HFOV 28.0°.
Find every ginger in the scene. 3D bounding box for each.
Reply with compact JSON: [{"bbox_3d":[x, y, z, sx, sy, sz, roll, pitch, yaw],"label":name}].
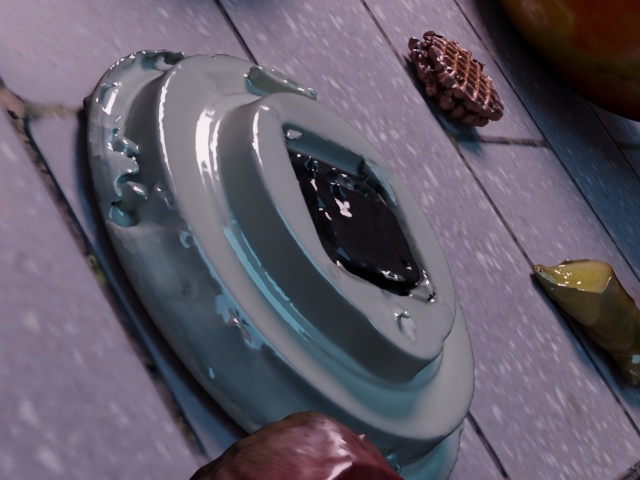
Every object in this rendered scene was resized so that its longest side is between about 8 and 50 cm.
[{"bbox_3d":[0.197,0.053,0.857,0.137,0.044,0.057,44,8,-23],"label":"ginger"}]

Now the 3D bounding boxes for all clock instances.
[{"bbox_3d":[0.000,0.000,0.566,0.236,0.053,0.236,41,26,-25],"label":"clock"}]

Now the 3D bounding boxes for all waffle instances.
[{"bbox_3d":[0.096,-0.115,0.912,0.083,0.029,0.075,16,40,-48],"label":"waffle"}]

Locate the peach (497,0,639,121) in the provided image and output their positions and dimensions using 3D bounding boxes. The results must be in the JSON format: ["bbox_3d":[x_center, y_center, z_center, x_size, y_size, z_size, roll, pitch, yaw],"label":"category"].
[{"bbox_3d":[0.330,-0.299,1.186,0.388,0.388,0.388,40,27,-26],"label":"peach"}]

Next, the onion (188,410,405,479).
[{"bbox_3d":[0.092,0.166,0.266,0.420,0.398,0.398,17,3,35],"label":"onion"}]
